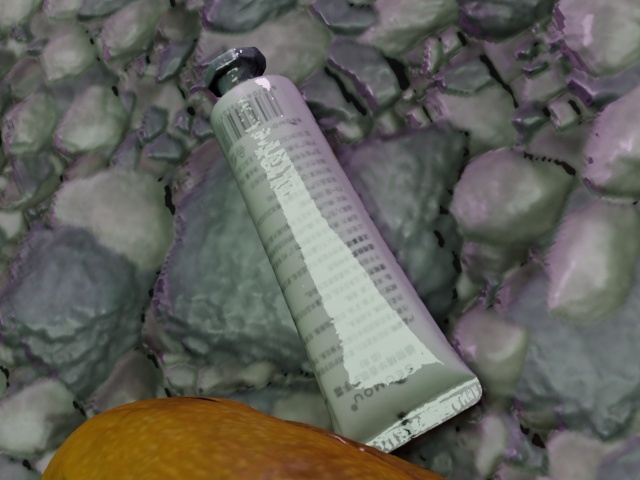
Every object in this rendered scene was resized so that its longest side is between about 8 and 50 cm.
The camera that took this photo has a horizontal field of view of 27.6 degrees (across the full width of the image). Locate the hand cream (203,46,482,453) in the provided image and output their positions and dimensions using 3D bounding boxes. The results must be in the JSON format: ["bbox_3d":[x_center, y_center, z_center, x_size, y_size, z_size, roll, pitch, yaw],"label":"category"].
[{"bbox_3d":[0.000,0.000,0.567,0.067,0.042,0.194,-29,68,8],"label":"hand cream"}]

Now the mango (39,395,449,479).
[{"bbox_3d":[0.011,0.127,0.422,0.295,0.177,0.120,13,73,50],"label":"mango"}]
